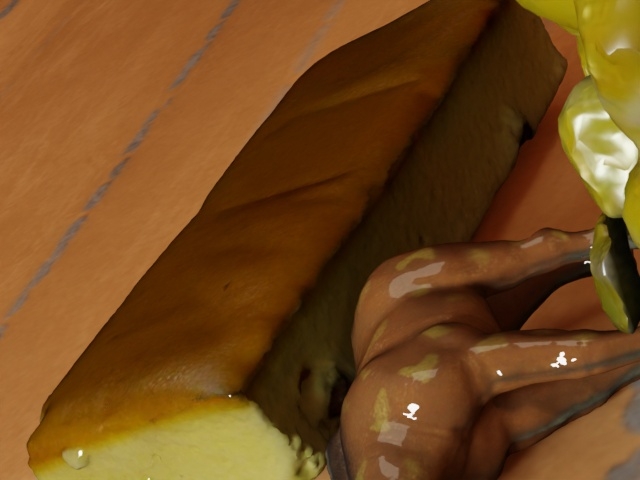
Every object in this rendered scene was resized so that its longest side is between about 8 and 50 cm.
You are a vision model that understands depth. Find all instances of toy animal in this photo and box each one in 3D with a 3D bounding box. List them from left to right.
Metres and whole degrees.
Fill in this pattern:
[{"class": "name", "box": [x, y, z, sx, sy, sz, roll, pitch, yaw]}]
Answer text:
[{"class": "toy animal", "box": [0.044, 0.079, 0.725, 0.229, 0.066, 0.224, -20, 34, -5]}]

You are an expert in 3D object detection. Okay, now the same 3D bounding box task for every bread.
[{"class": "bread", "box": [0.000, -0.001, 0.920, 0.138, 0.077, 0.361, -20, 22, 36]}]

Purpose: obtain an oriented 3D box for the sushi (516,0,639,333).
[{"class": "sushi", "box": [0.193, -0.111, 0.617, 0.285, 0.329, 0.328, 6, 44, 44]}]
